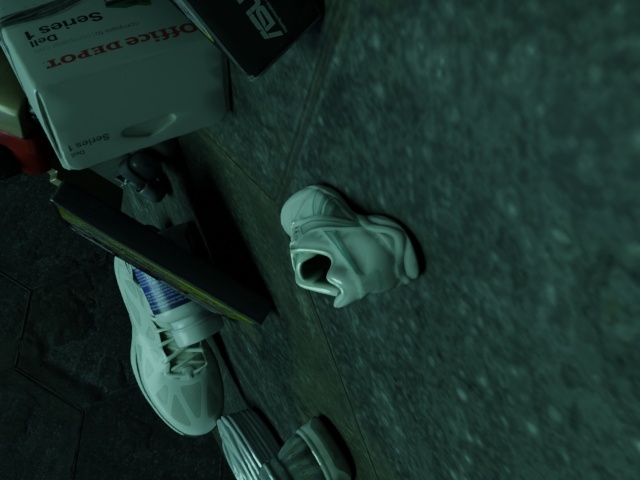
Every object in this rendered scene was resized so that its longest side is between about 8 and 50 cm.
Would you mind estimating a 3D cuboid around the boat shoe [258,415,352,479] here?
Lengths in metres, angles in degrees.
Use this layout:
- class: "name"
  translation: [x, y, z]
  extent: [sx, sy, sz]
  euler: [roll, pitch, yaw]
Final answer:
- class: "boat shoe"
  translation: [-0.027, 0.347, 0.768]
  extent: [0.118, 0.103, 0.320]
  euler: [52, 155, 30]

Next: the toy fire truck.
- class: "toy fire truck"
  translation: [-0.303, -0.162, 0.702]
  extent: [0.158, 0.217, 0.246]
  euler: [22, 146, -5]

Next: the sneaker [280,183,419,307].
- class: "sneaker"
  translation: [0.000, 0.000, 0.392]
  extent: [0.152, 0.061, 0.053]
  euler: [29, 140, 58]

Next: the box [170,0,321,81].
- class: "box"
  translation: [-0.130, -0.229, 0.280]
  extent: [0.216, 0.060, 0.270]
  euler: [50, -177, 34]

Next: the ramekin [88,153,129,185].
- class: "ramekin"
  translation: [-0.519, -0.223, 1.250]
  extent: [0.273, 0.127, 0.273]
  euler: [48, 152, 36]

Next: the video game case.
- class: "video game case"
  translation: [-0.217, 0.026, 0.755]
  extent: [0.275, 0.035, 0.248]
  euler: [34, 165, -16]

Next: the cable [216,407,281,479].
- class: "cable"
  translation: [-0.114, 0.447, 1.098]
  extent: [0.257, 0.089, 0.257]
  euler: [63, 159, 8]

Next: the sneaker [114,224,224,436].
- class: "sneaker"
  translation: [-0.298, 0.180, 1.101]
  extent: [0.447, 0.169, 0.257]
  euler: [69, 160, 4]

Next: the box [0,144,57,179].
- class: "box"
  translation: [-0.630, -0.202, 0.848]
  extent: [0.480, 0.472, 0.297]
  euler: [-89, -19, -71]

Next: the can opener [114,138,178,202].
- class: "can opener"
  translation: [-0.262, -0.109, 0.893]
  extent: [0.095, 0.076, 0.283]
  euler: [38, 167, -22]

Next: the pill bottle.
- class: "pill bottle"
  translation: [-0.235, 0.075, 0.940]
  extent: [0.186, 0.112, 0.112]
  euler: [67, 158, -5]

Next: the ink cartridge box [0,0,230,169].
- class: "ink cartridge box"
  translation: [-0.202, -0.188, 0.519]
  extent: [0.219, 0.160, 0.092]
  euler: [52, 155, 27]
